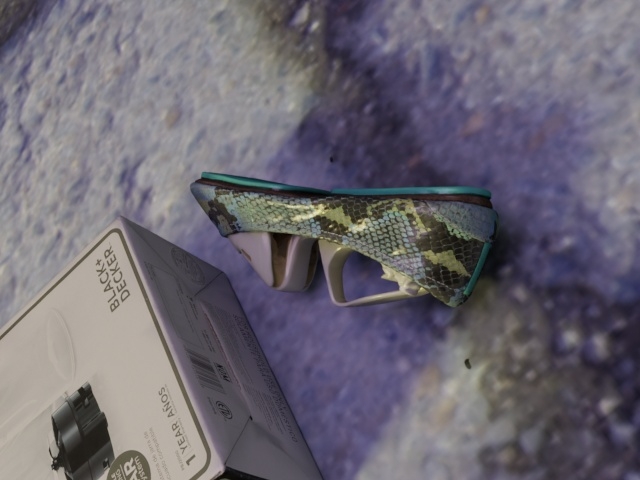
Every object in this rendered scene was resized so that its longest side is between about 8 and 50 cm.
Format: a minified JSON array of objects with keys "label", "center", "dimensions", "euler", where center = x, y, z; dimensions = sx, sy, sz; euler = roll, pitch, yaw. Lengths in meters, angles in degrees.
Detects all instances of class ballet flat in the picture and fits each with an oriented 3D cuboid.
[{"label":"ballet flat","center":[0.000,0.000,0.506],"dimensions":[0.188,0.070,0.070],"euler":[6,72,42]}]

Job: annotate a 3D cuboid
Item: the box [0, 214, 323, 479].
[{"label":"box","center":[-0.152,0.147,0.529],"dimensions":[0.290,0.087,0.169],"euler":[-42,50,12]}]
